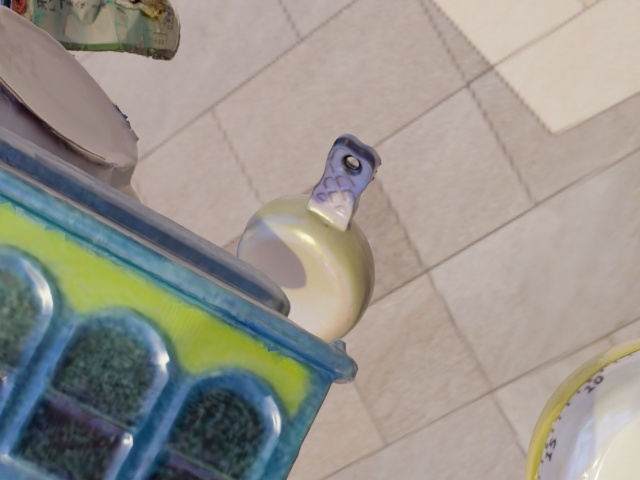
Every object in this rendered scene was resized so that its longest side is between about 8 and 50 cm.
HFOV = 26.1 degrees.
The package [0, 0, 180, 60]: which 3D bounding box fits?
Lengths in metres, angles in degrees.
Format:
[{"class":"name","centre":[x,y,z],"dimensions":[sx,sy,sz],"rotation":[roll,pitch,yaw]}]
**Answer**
[{"class":"package","centre":[-0.174,-0.227,1.095],"dimensions":[0.040,0.232,0.166],"rotation":[-3,90,26]}]

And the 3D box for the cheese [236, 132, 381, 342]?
[{"class":"cheese","centre":[-0.007,-0.002,0.909],"dimensions":[0.092,0.047,0.171],"rotation":[18,129,21]}]

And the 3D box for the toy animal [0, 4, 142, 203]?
[{"class":"toy animal","centre":[-0.184,-0.014,0.717],"dimensions":[0.178,0.127,0.193],"rotation":[37,107,-4]}]

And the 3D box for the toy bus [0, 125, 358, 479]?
[{"class":"toy bus","centre":[-0.170,0.035,0.418],"dimensions":[0.312,0.152,0.190],"rotation":[29,81,-14]}]

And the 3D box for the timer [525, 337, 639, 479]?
[{"class":"timer","centre":[0.302,0.206,1.224],"dimensions":[0.285,0.285,0.285],"rotation":[6,101,30]}]
